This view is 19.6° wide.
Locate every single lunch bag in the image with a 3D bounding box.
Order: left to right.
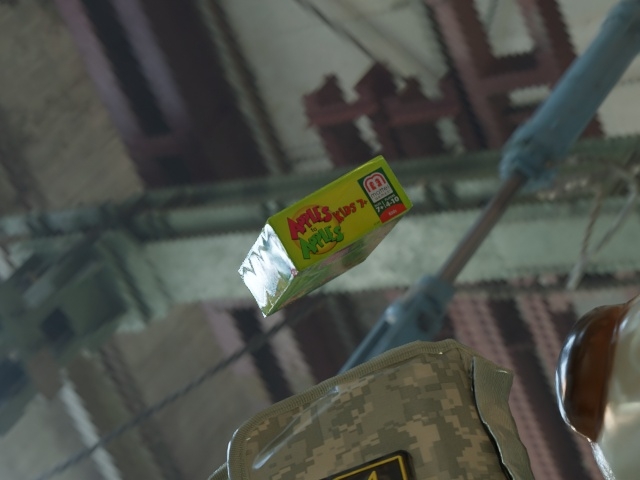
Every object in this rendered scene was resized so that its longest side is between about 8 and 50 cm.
[{"bbox_3d":[0.014,0.210,0.973,0.169,0.235,0.287,27,-64,-25],"label":"lunch bag"}]

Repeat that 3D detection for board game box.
[{"bbox_3d":[0.000,0.000,1.320,0.043,0.092,0.181,59,-14,6],"label":"board game box"}]

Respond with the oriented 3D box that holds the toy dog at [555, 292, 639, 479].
[{"bbox_3d":[0.310,0.210,1.217,0.284,0.395,0.408,-11,-83,12],"label":"toy dog"}]
